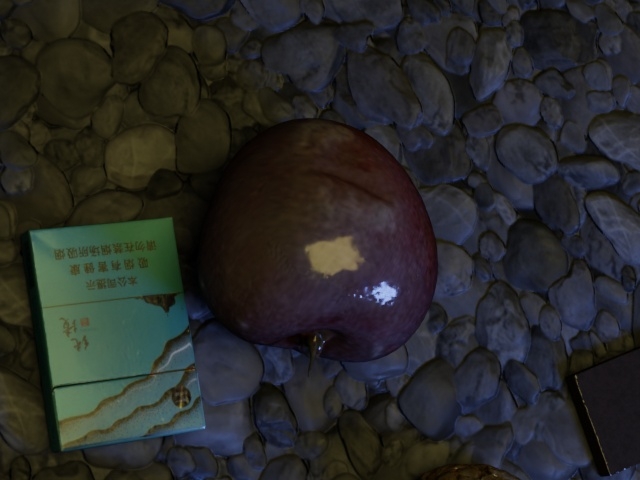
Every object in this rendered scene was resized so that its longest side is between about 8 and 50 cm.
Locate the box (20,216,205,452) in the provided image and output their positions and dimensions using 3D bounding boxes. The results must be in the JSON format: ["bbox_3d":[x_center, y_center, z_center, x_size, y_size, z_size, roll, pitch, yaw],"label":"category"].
[{"bbox_3d":[-0.214,0.096,1.699,0.162,0.041,0.229,-5,82,-26],"label":"box"}]

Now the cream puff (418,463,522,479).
[{"bbox_3d":[0.193,0.322,1.778,0.183,0.169,0.183,6,76,-24],"label":"cream puff"}]

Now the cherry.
[{"bbox_3d":[0.000,0.000,1.730,0.261,0.221,0.307,13,56,-25],"label":"cherry"}]

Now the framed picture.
[{"bbox_3d":[0.387,0.198,1.980,0.168,0.023,0.128,-18,87,-28],"label":"framed picture"}]
